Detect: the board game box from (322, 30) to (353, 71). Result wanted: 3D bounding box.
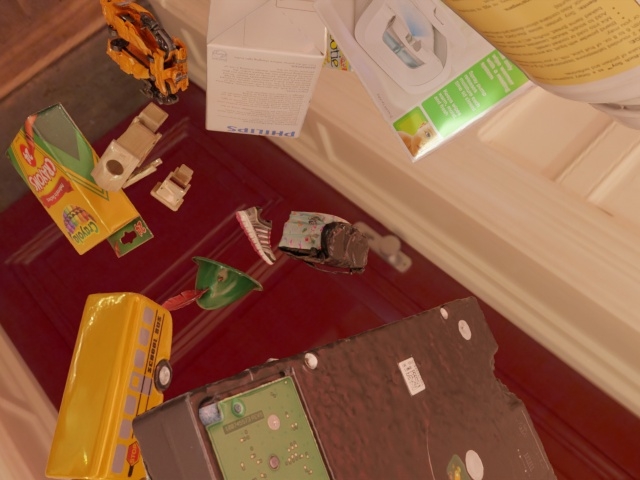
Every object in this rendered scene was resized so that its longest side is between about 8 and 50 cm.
[{"bbox_3d":[0.060,-0.581,1.845,0.142,0.275,0.144,-9,112,-39],"label":"board game box"}]

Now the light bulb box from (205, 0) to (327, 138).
[{"bbox_3d":[-0.122,-0.456,1.328,0.225,0.358,0.361,5,164,-9],"label":"light bulb box"}]

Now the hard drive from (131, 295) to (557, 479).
[{"bbox_3d":[0.059,0.177,0.424,0.064,0.237,0.339,-31,166,35],"label":"hard drive"}]

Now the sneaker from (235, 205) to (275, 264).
[{"bbox_3d":[-0.150,-0.017,1.620,0.075,0.063,0.170,-32,110,-12],"label":"sneaker"}]

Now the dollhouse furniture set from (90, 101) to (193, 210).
[{"bbox_3d":[-0.315,-0.146,1.193,0.101,0.161,0.182,-44,-163,31],"label":"dollhouse furniture set"}]

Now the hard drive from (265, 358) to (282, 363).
[{"bbox_3d":[-0.029,0.386,1.429,0.353,0.047,0.233,16,106,-45],"label":"hard drive"}]

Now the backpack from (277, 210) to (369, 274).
[{"bbox_3d":[0.000,0.000,1.325,0.152,0.182,0.115,30,75,-44],"label":"backpack"}]

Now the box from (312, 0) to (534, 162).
[{"bbox_3d":[0.164,-0.279,0.833,0.231,0.262,0.127,-32,180,32],"label":"box"}]

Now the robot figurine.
[{"bbox_3d":[-0.409,-0.450,1.465,0.085,0.291,0.211,-33,149,-34],"label":"robot figurine"}]

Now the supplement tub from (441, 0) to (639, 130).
[{"bbox_3d":[0.176,-0.243,0.410,0.331,0.241,0.241,29,101,-26],"label":"supplement tub"}]

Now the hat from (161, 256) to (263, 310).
[{"bbox_3d":[-0.258,0.151,1.425,0.173,0.208,0.183,39,69,-45],"label":"hat"}]

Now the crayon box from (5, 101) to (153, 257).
[{"bbox_3d":[-0.500,-0.097,1.287,0.202,0.318,0.081,-23,-165,50],"label":"crayon box"}]

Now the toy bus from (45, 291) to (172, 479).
[{"bbox_3d":[-0.309,0.255,0.926,0.130,0.108,0.332,54,37,-59],"label":"toy bus"}]
